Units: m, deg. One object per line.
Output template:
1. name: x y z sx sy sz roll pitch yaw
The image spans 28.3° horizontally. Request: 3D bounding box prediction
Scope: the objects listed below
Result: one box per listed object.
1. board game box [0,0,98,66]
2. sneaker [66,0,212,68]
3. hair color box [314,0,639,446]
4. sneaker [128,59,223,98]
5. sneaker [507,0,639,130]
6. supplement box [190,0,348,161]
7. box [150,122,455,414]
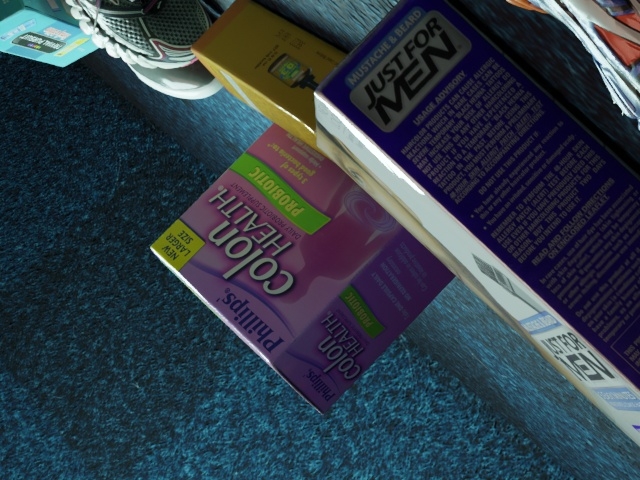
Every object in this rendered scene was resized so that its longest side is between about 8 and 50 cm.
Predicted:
1. board game box: -0.377 -0.341 1.468 0.253 0.079 0.336 63 -174 0
2. sneaker: -0.226 -0.293 1.320 0.299 0.121 0.112 41 156 -26
3. hair color box: 0.150 -0.002 0.847 0.339 0.110 0.185 45 176 5
4. sneaker: -0.226 -0.277 1.450 0.296 0.104 0.147 46 -179 25
5. sneaker: 0.126 -0.096 0.457 0.221 0.083 0.087 38 165 17
6. supplement box: -0.022 -0.144 1.155 0.233 0.078 0.080 38 172 49
7. box: 0.000 0.000 1.223 0.213 0.243 0.117 40 174 40
